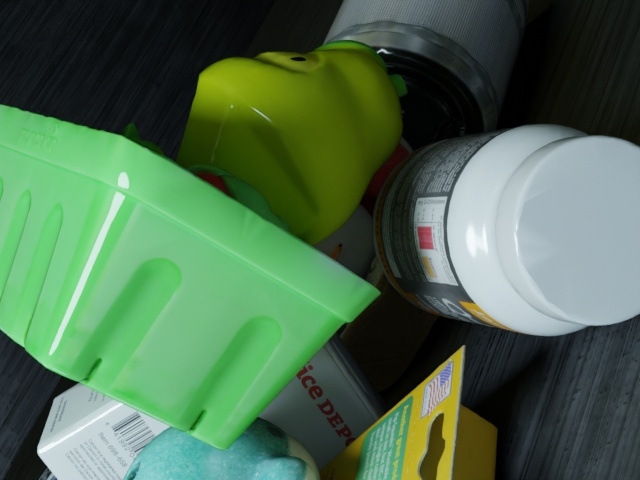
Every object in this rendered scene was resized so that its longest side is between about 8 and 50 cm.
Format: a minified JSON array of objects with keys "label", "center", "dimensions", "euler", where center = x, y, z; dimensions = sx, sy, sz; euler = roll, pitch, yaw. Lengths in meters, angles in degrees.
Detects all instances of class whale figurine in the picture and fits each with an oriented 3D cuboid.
[{"label":"whale figurine","center":[-0.091,0.239,0.939],"dimensions":[0.216,0.141,0.272],"euler":[-51,15,19]}]

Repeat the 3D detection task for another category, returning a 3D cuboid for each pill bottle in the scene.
[{"label":"pill bottle","center":[0.154,-0.009,0.964],"dimensions":[0.162,0.162,0.278],"euler":[-58,14,-7]}]

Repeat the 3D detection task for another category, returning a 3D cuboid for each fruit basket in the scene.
[{"label":"fruit basket","center":[-0.099,-0.049,1.010],"dimensions":[0.392,0.283,0.392],"euler":[-35,37,33]}]

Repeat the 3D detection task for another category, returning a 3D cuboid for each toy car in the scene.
[{"label":"toy car","center":[0.000,0.000,1.306],"dimensions":[0.210,0.219,0.238],"euler":[-44,14,39]}]

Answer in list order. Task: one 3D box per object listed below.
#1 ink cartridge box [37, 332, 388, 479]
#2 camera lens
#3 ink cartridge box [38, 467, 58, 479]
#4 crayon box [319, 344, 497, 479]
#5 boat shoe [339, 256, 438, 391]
[{"label":"ink cartridge box","center":[-0.090,0.175,1.140],"dimensions":[0.273,0.197,0.114],"euler":[-31,18,8]},{"label":"camera lens","center":[0.119,-0.223,1.436],"dimensions":[0.219,0.219,0.274],"euler":[-40,21,48]},{"label":"ink cartridge box","center":[-0.284,0.328,1.675],"dimensions":[0.333,0.165,0.065],"euler":[-55,14,9]},{"label":"crayon box","center":[0.034,0.254,0.950],"dimensions":[0.323,0.083,0.203],"euler":[-47,17,35]},{"label":"boat shoe","center":[0.099,0.024,1.211],"dimensions":[0.277,0.098,0.096],"euler":[-51,16,24]}]
